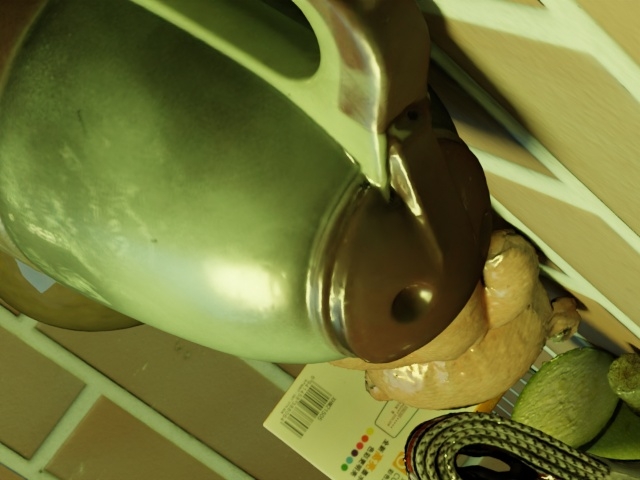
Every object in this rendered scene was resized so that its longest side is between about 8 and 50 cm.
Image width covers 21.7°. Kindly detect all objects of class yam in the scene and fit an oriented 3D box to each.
[{"bbox_3d":[0.277,0.127,1.440,0.043,0.043,0.094,34,174,32],"label":"yam"}]

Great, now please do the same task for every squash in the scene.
[{"bbox_3d":[0.305,0.217,1.604,0.247,0.132,0.132,40,175,-29],"label":"squash"}]

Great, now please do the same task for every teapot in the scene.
[{"bbox_3d":[-0.045,-0.074,0.966,0.312,0.233,0.315,26,143,31],"label":"teapot"}]

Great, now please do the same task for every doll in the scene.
[{"bbox_3d":[0.082,0.025,1.341,0.303,0.201,0.156,52,-159,-56],"label":"doll"}]

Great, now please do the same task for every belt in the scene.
[{"bbox_3d":[0.246,0.214,1.430,0.359,0.126,0.094,14,-179,-7],"label":"belt"}]

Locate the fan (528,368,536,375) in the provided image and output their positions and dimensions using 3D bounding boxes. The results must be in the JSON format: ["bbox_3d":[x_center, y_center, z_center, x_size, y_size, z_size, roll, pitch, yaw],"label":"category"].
[{"bbox_3d":[0.270,0.167,2.174,0.056,0.004,0.083,35,176,31],"label":"fan"}]

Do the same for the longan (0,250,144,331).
[{"bbox_3d":[-0.189,-0.062,1.451,0.297,0.297,0.297,36,176,3],"label":"longan"}]

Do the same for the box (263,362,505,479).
[{"bbox_3d":[0.094,0.188,2.068,0.220,0.274,0.091,38,179,20],"label":"box"}]
